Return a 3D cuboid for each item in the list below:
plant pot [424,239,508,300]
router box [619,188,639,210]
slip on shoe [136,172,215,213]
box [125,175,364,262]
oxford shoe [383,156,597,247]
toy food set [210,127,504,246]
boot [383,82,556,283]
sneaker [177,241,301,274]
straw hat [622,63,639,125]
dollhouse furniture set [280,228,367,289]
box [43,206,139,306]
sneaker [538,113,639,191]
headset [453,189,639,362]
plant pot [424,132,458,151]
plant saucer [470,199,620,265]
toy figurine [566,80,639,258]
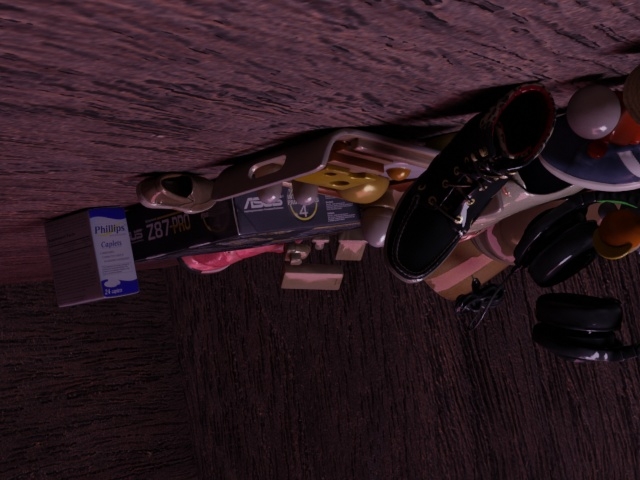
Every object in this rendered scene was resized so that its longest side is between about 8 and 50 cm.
[{"bbox_3d":[0.294,-0.052,1.809,0.254,0.237,0.237,-28,169,29],"label":"plant pot"},{"bbox_3d":[0.602,-0.105,1.786,0.243,0.081,0.309,-47,-161,-32],"label":"router box"},{"bbox_3d":[-0.173,-0.065,1.323,0.041,0.051,0.135,-26,163,35],"label":"slip on shoe"},{"bbox_3d":[-0.081,-0.041,1.668,0.395,0.097,0.318,-7,179,-42],"label":"box"},{"bbox_3d":[0.245,-0.091,1.514,0.397,0.140,0.146,-21,172,9],"label":"oxford shoe"},{"bbox_3d":[0.048,-0.055,1.314,0.306,0.092,0.220,9,166,-38],"label":"toy food set"},{"bbox_3d":[0.160,-0.065,1.140,0.236,0.085,0.178,-55,-178,-11],"label":"boot"},{"bbox_3d":[-0.135,-0.026,1.985,0.314,0.115,0.136,-17,172,-37],"label":"sneaker"},{"bbox_3d":[0.355,-0.158,0.960,0.145,0.144,0.061,-10,139,-1],"label":"straw hat"},{"bbox_3d":[0.000,0.000,1.989,0.144,0.123,0.151,2,140,-11],"label":"dollhouse furniture set"},{"bbox_3d":[-0.353,0.025,1.594,0.126,0.137,0.072,-12,178,42],"label":"box"},{"bbox_3d":[0.426,-0.145,1.263,0.350,0.131,0.148,1,153,29],"label":"sneaker"},{"bbox_3d":[0.378,0.062,1.543,0.394,0.243,0.185,-16,174,37],"label":"headset"},{"bbox_3d":[0.182,-0.107,1.419,0.083,0.081,0.081,4,178,4],"label":"plant pot"},{"bbox_3d":[0.370,-0.056,1.670,0.278,0.041,0.277,-9,133,-10],"label":"plant saucer"},{"bbox_3d":[0.382,-0.088,1.102,0.213,0.209,0.148,-12,171,39],"label":"toy figurine"}]
